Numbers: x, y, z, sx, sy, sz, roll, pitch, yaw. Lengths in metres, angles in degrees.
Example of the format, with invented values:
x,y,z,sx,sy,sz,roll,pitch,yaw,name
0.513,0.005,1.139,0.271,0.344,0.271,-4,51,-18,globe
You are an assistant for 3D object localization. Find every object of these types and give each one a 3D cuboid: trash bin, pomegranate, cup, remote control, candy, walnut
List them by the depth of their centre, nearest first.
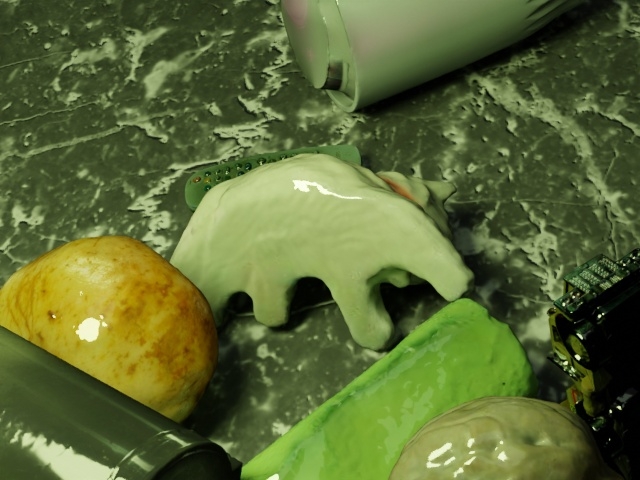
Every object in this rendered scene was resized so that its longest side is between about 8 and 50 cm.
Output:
x,y,z,sx,sy,sz,roll,pitch,yaw,name
0.173,0.248,1.493,0.224,0.224,0.224,-7,45,7,walnut
-0.257,0.214,1.508,0.301,0.203,0.252,25,32,26,trash bin
0.066,0.200,1.634,0.343,0.142,0.132,-36,4,-19,candy
-0.233,0.112,1.717,0.248,0.248,0.248,-7,45,7,pomegranate
-0.057,-0.074,1.981,0.222,0.042,0.072,-10,45,5,remote control
0.138,-0.337,2.044,0.371,0.253,0.253,-22,45,-10,cup

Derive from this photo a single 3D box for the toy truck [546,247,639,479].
x,y,z,sx,sy,sz,roll,pitch,yaw,name
0.284,0.120,1.559,0.127,0.257,0.127,-31,44,-15,toy truck

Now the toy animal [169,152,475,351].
x,y,z,sx,sy,sz,roll,pitch,yaw,name
0.000,0.000,1.829,0.308,0.266,0.188,-40,14,34,toy animal
